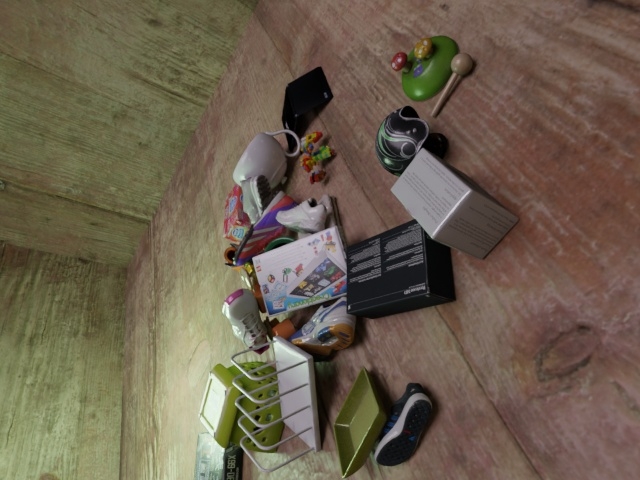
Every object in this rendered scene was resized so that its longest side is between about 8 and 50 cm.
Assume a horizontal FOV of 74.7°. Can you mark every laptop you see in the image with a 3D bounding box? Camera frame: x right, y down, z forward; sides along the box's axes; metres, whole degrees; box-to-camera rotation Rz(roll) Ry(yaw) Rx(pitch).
[{"bbox_3d":[-0.064,-0.536,1.712,0.264,0.136,0.234,106,157,-47],"label":"laptop"}]

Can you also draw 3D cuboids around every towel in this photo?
[{"bbox_3d":[0.000,0.000,1.358,0.187,0.049,0.282,-44,44,36],"label":"towel"}]

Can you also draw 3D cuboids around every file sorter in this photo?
[{"bbox_3d":[-0.129,0.441,1.153,0.192,0.173,0.278,11,108,55],"label":"file sorter"}]

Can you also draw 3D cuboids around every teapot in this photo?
[{"bbox_3d":[-0.213,-0.294,1.675,0.253,0.187,0.256,-62,6,-31],"label":"teapot"}]

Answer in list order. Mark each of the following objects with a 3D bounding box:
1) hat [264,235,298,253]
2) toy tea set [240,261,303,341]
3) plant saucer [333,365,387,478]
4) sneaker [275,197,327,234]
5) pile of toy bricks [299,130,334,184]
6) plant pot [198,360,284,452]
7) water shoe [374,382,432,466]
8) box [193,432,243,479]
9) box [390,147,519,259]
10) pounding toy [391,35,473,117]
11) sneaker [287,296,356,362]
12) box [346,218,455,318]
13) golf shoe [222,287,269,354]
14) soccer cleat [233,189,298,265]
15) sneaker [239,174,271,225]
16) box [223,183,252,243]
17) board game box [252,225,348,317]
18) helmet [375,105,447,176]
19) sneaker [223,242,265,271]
[{"bbox_3d":[-0.076,0.052,1.386,0.208,0.183,0.173,40,113,12],"label":"hat"},{"bbox_3d":[-0.152,0.221,1.424,0.336,0.124,0.200,54,155,29],"label":"toy tea set"},{"bbox_3d":[0.097,0.428,0.994,0.188,0.045,0.189,-110,44,-76],"label":"plant saucer"},{"bbox_3d":[-0.053,-0.084,1.369,0.232,0.090,0.115,13,78,46],"label":"sneaker"},{"bbox_3d":[-0.003,-0.296,1.465,0.105,0.118,0.212,-21,37,17],"label":"pile of toy bricks"},{"bbox_3d":[-0.251,0.521,1.342,0.228,0.207,0.227,9,84,56],"label":"plant pot"},{"bbox_3d":[0.182,0.408,0.927,0.203,0.072,0.080,-62,8,17],"label":"water shoe"},{"bbox_3d":[-0.367,0.843,1.476,0.242,0.076,0.308,-29,53,45],"label":"box"},{"bbox_3d":[0.279,-0.076,0.886,0.119,0.181,0.181,-54,39,22],"label":"box"},{"bbox_3d":[0.276,-0.472,1.126,0.183,0.110,0.237,-52,39,27],"label":"pounding toy"},{"bbox_3d":[0.007,0.259,1.212,0.296,0.111,0.131,-34,29,44],"label":"sneaker"},{"bbox_3d":[0.182,0.077,1.024,0.261,0.103,0.185,-25,53,47],"label":"box"},{"bbox_3d":[-0.221,0.260,1.330,0.140,0.115,0.306,44,158,27],"label":"golf shoe"},{"bbox_3d":[-0.190,-0.028,1.488,0.318,0.116,0.108,-57,5,-16],"label":"soccer cleat"},{"bbox_3d":[-0.237,-0.112,1.608,0.115,0.105,0.282,4,109,33],"label":"sneaker"},{"bbox_3d":[-0.323,-0.118,1.767,0.128,0.122,0.257,-45,35,32],"label":"box"},{"bbox_3d":[-0.047,0.096,1.233,0.305,0.053,0.193,-20,82,26],"label":"board game box"},{"bbox_3d":[0.218,-0.247,1.063,0.161,0.169,0.170,37,107,37],"label":"helmet"},{"bbox_3d":[-0.305,0.063,1.638,0.321,0.180,0.125,-6,71,53],"label":"sneaker"}]
